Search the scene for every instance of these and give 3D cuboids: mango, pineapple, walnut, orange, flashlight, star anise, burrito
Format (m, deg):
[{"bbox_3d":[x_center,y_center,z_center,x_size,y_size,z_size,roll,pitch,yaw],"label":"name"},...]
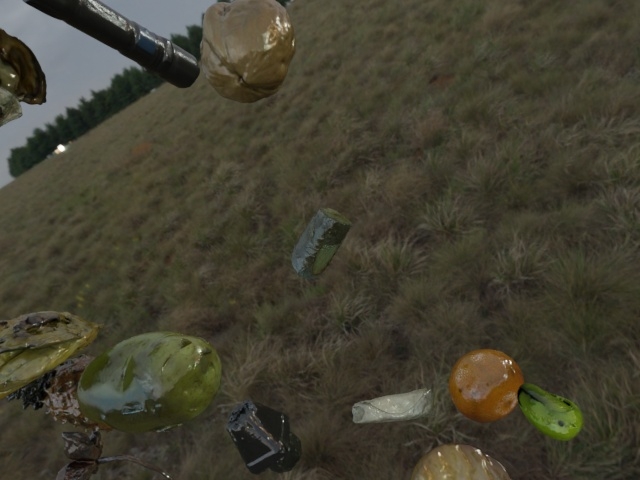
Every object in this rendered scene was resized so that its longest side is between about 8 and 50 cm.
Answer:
[{"bbox_3d":[0.447,0.336,0.848,0.091,0.074,0.165,10,2,0],"label":"mango"},{"bbox_3d":[-0.548,0.310,0.911,0.279,0.158,0.158,11,33,-3],"label":"pineapple"},{"bbox_3d":[-0.722,-0.338,0.902,0.141,0.204,0.238,17,53,13],"label":"walnut"},{"bbox_3d":[0.482,0.424,1.262,0.224,0.224,0.170,-37,36,-7],"label":"orange"},{"bbox_3d":[-0.458,-0.469,0.982,0.103,0.103,0.424,-19,-13,26],"label":"flashlight"},{"bbox_3d":[-0.412,0.487,0.888,0.227,0.218,0.148,3,34,5],"label":"star anise"},{"bbox_3d":[-0.113,-0.289,0.650,0.166,0.149,0.166,-25,50,34],"label":"walnut"},{"bbox_3d":[0.224,0.497,1.284,0.275,0.059,0.082,0,59,-18],"label":"burrito"}]

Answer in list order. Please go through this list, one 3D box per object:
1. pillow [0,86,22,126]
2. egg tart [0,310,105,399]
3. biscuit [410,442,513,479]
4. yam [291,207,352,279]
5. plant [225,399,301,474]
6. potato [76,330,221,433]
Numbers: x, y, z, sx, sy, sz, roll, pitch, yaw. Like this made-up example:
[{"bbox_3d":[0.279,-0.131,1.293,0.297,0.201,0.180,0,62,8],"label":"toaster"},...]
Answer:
[{"bbox_3d":[-0.418,-0.146,0.402,0.119,0.208,0.053,-53,48,1],"label":"pillow"},{"bbox_3d":[-0.533,0.185,0.734,0.297,0.132,0.297,-19,10,3],"label":"egg tart"},{"bbox_3d":[0.363,0.616,1.027,0.213,0.091,0.274,-30,57,-30],"label":"biscuit"},{"bbox_3d":[0.000,0.000,1.480,0.154,0.154,0.254,-87,23,-58],"label":"yam"},{"bbox_3d":[-0.167,0.593,1.287,0.142,0.256,0.164,-38,18,13],"label":"plant"},{"bbox_3d":[-0.288,0.242,0.727,0.248,0.169,0.143,-14,1,9],"label":"potato"}]
